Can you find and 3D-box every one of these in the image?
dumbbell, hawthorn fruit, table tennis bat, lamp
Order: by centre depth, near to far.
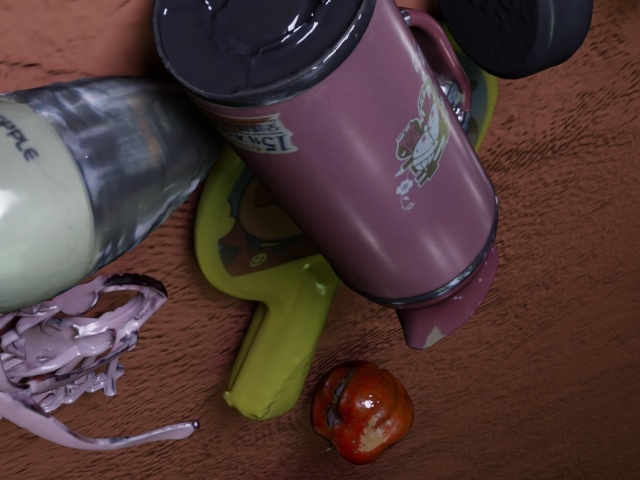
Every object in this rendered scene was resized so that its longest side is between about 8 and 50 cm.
[{"bbox_3d":[-0.133,-0.025,0.650,0.250,0.101,0.101,-31,157,-42],"label":"lamp"},{"bbox_3d":[0.166,-0.166,0.785,0.191,0.100,0.100,-23,152,-27],"label":"dumbbell"},{"bbox_3d":[0.000,0.000,0.914,0.224,0.054,0.369,-16,144,-35],"label":"table tennis bat"},{"bbox_3d":[0.032,0.150,1.166,0.093,0.093,0.093,-29,154,-16],"label":"hawthorn fruit"}]

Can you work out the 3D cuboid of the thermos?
[{"bbox_3d":[0.028,-0.053,0.760,0.109,0.136,0.330,-16,150,15],"label":"thermos"}]

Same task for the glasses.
[{"bbox_3d":[-0.179,0.087,0.785,0.162,0.095,0.255,-26,159,24],"label":"glasses"}]
